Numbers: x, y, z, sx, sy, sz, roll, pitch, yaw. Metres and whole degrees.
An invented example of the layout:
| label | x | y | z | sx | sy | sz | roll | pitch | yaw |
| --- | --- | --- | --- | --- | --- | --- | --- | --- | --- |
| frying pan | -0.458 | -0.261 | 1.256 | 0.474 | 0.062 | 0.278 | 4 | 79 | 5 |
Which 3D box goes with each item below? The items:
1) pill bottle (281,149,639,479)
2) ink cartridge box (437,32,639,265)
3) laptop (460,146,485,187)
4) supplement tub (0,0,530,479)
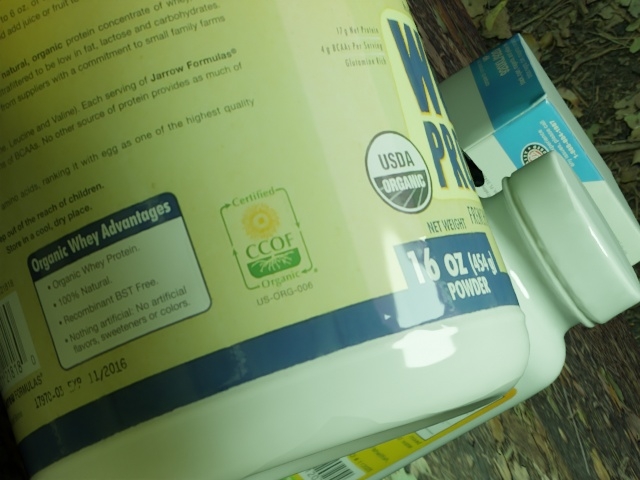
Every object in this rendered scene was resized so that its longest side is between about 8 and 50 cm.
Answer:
| label | x | y | z | sx | sy | sz | roll | pitch | yaw |
| --- | --- | --- | --- | --- | --- | --- | --- | --- | --- |
| pill bottle | 0.058 | 0.051 | 0.931 | 0.136 | 0.246 | 0.136 | 53 | 15 | -21 |
| ink cartridge box | 0.123 | -0.024 | 1.333 | 0.171 | 0.233 | 0.168 | 52 | 14 | -23 |
| laptop | -0.047 | -0.095 | 1.004 | 0.264 | 0.136 | 0.234 | 49 | 13 | 10 |
| supplement tub | -0.059 | -0.049 | 0.707 | 0.316 | 0.228 | 0.228 | 71 | 16 | 9 |
